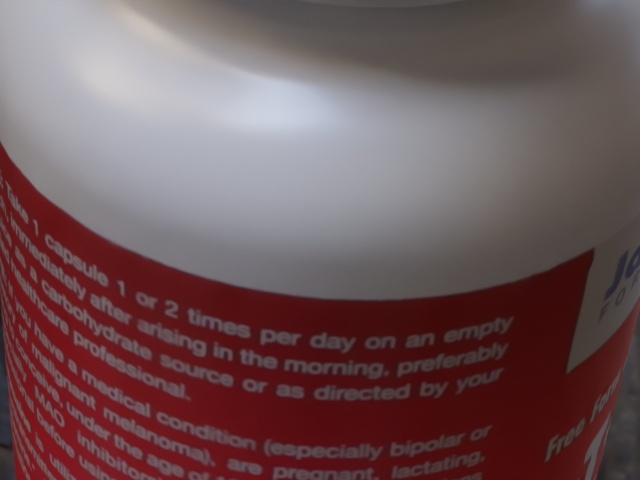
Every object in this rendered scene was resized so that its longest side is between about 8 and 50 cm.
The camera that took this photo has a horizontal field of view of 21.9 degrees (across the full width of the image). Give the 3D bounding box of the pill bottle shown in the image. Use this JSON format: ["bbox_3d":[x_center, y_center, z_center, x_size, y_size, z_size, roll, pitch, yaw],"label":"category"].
[{"bbox_3d":[0.000,0.000,0.587,0.229,0.229,0.408,-43,149,-40],"label":"pill bottle"}]
